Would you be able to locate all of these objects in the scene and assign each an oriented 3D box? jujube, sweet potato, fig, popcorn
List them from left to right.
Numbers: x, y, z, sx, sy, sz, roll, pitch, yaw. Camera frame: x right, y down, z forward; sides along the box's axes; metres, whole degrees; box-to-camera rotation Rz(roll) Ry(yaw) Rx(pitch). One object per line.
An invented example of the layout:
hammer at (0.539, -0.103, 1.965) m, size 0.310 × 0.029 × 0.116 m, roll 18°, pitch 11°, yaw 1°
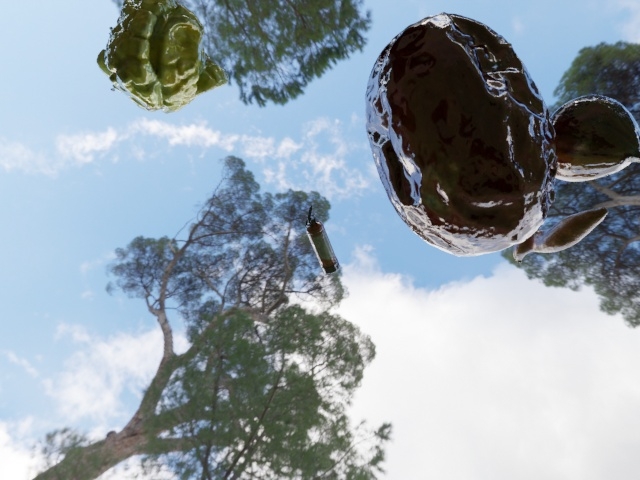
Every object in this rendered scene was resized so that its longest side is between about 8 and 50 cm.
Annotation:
popcorn at (-0.199, -0.226, 0.489) m, size 0.163 × 0.135 × 0.141 m, roll 16°, pitch -61°, yaw 4°
jujube at (0.226, -0.161, 0.659) m, size 0.277 × 0.276 × 0.376 m, roll -22°, pitch -96°, yaw 15°
sweet potato at (0.463, -0.008, 0.789) m, size 0.055 × 0.058 × 0.202 m, roll 57°, pitch -36°, yaw 4°
fig at (0.474, -0.175, 0.690) m, size 0.149 × 0.202 × 0.148 m, roll 32°, pitch -98°, yaw -19°

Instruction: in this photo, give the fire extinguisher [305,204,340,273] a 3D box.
fire extinguisher at (0.000, 0.000, 1.000) m, size 0.050 × 0.062 × 0.177 m, roll -6°, pitch -57°, yaw 26°
